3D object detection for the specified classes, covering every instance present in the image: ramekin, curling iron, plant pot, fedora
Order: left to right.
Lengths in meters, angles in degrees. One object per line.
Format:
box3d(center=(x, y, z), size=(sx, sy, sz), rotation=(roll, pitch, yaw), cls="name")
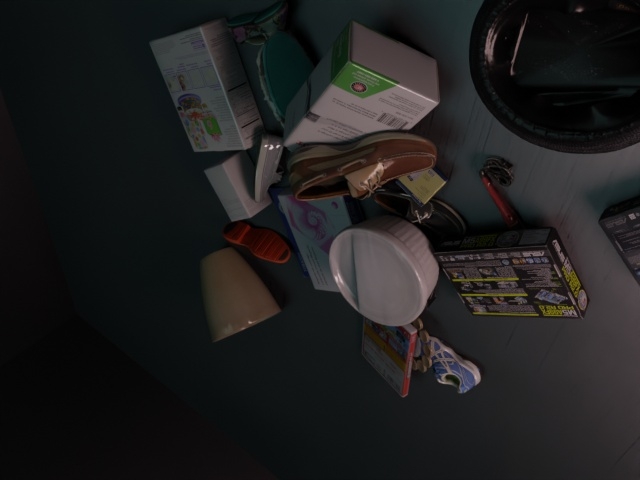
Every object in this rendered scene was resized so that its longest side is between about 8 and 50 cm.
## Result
box3d(center=(-0.307, 0.172, 1.918), size=(0.256, 0.256, 0.274), rotation=(-34, 79, 52), cls="plant pot")
box3d(center=(0.161, 0.062, 1.352), size=(0.272, 0.127, 0.273), rotation=(25, 133, 30), cls="ramekin")
box3d(center=(0.411, -0.051, 1.175), size=(0.068, 0.035, 0.274), rotation=(-13, 111, 48), cls="curling iron")
box3d(center=(0.413, -0.300, 0.876), size=(0.334, 0.152, 0.334), rotation=(26, 136, 28), cls="fedora")

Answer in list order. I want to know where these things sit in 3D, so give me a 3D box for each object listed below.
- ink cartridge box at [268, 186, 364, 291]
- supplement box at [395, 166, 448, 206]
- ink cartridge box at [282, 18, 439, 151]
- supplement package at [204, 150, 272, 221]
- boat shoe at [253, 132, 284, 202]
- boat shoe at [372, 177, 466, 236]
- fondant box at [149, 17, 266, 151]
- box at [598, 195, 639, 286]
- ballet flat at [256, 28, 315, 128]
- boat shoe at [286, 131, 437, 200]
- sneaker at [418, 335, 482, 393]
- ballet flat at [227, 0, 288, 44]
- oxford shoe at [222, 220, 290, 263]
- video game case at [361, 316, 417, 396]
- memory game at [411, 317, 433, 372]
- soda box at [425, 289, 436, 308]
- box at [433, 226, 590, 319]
box3d(center=(0.000, 0.000, 1.594), size=(0.330, 0.071, 0.324), rotation=(1, 121, 42), cls="ink cartridge box")
box3d(center=(0.227, -0.133, 1.241), size=(0.083, 0.056, 0.083), rotation=(45, 105, 7), cls="supplement box")
box3d(center=(0.074, -0.284, 1.167), size=(0.211, 0.122, 0.289), rotation=(16, 150, -25), cls="ink cartridge box")
box3d(center=(-0.245, -0.163, 1.668), size=(0.105, 0.105, 0.179), rotation=(-7, 116, 48), cls="supplement package")
box3d(center=(-0.142, -0.195, 1.559), size=(0.081, 0.079, 0.228), rotation=(4, 133, -12), cls="boat shoe")
box3d(center=(0.229, -0.065, 1.310), size=(0.233, 0.079, 0.084), rotation=(34, 140, 16), cls="boat shoe")
box3d(center=(-0.307, -0.415, 1.534), size=(0.238, 0.096, 0.331), rotation=(6, 123, 41), cls="fondant box")
box3d(center=(0.641, -0.010, 0.966), size=(0.183, 0.059, 0.232), rotation=(54, 141, -5), cls="box")
box3d(center=(-0.044, -0.296, 1.353), size=(0.147, 0.147, 0.409), rotation=(-9, 114, 48), cls="ballet flat")
box3d(center=(0.087, -0.141, 1.181), size=(0.324, 0.117, 0.123), rotation=(-8, 153, 17), cls="boat shoe")
box3d(center=(0.333, 0.335, 1.525), size=(0.211, 0.081, 0.080), rotation=(29, 140, 34), cls="sneaker")
box3d(center=(-0.136, -0.507, 1.320), size=(0.221, 0.077, 0.079), rotation=(7, 144, 47), cls="ballet flat")
box3d(center=(-0.194, 0.019, 1.797), size=(0.271, 0.097, 0.098), rotation=(26, 156, 34), cls="oxford shoe")
box3d(center=(0.195, 0.301, 1.633), size=(0.204, 0.025, 0.285), rotation=(43, 146, 40), cls="video game case")
box3d(center=(0.255, 0.278, 1.557), size=(0.186, 0.012, 0.186), rotation=(46, 145, 47), cls="memory game")
box3d(center=(0.246, 0.092, 1.438), size=(0.060, 0.053, 0.169), rotation=(4, 123, 43), cls="soda box")
box3d(center=(0.414, 0.078, 1.224), size=(0.270, 0.060, 0.216), rotation=(-7, 129, 47), cls="box")
